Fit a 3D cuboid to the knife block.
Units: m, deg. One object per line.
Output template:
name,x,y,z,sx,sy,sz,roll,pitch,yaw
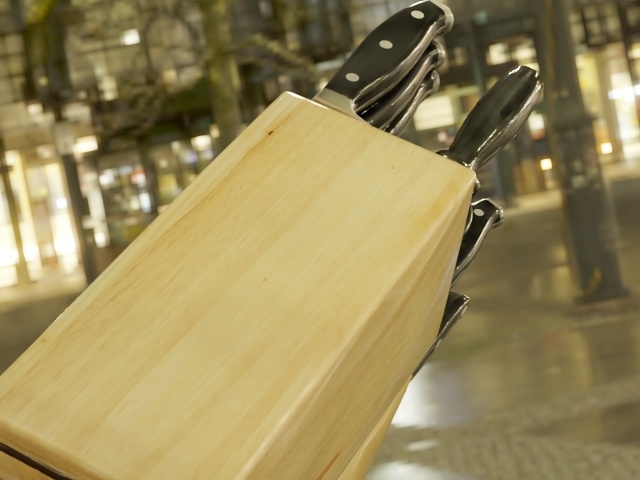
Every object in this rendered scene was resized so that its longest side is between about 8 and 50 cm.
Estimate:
knife block,0.000,0.000,0.629,0.088,0.242,0.276,23,-3,16
